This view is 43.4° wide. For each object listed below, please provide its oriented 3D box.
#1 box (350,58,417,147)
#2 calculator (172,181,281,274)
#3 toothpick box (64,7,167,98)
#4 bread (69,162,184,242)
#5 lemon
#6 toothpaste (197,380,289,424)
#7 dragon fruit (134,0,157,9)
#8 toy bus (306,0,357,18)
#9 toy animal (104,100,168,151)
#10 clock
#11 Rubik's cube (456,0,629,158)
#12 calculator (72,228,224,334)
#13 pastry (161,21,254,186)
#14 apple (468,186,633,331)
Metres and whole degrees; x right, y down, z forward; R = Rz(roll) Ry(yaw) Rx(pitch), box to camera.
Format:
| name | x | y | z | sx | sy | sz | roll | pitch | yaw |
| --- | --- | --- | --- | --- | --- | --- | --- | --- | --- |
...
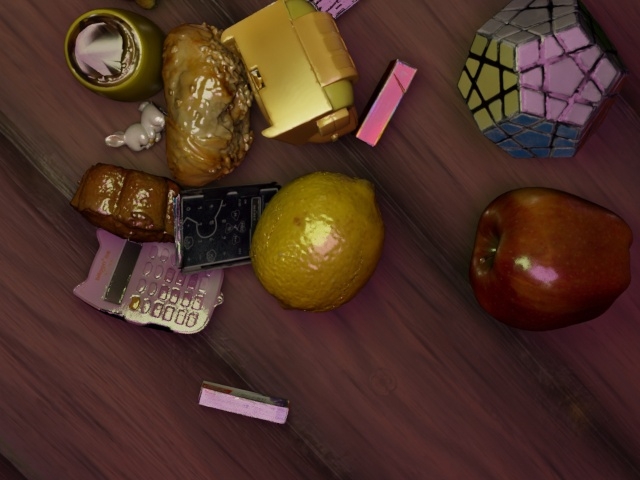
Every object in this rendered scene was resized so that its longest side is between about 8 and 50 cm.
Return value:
| name | x | y | z | sx | sy | sz | roll | pitch | yaw |
| --- | --- | --- | --- | --- | --- | --- | --- | --- | --- |
| box | 0.126 | -0.276 | 1.615 | 0.048 | 0.112 | 0.175 | 28 | 99 | -7 |
| calculator | -0.180 | -0.028 | 1.597 | 0.274 | 0.028 | 0.166 | -10 | 103 | -46 |
| toothpick box | -0.377 | -0.345 | 1.497 | 0.174 | 0.271 | 0.175 | 0 | 100 | -3 |
| bread | -0.369 | -0.068 | 1.563 | 0.231 | 0.247 | 0.135 | 12 | 89 | -2 |
| lemon | 0.000 | 0.000 | 1.581 | 0.257 | 0.258 | 0.310 | 33 | 110 | -8 |
| toothpaste | -0.166 | 0.351 | 1.740 | 0.196 | 0.047 | 0.040 | 14 | 102 | -5 |
| dragon fruit | -0.357 | -0.574 | 1.464 | 0.296 | 0.263 | 0.314 | 37 | 96 | -9 |
| toy bus | 0.037 | -0.486 | 1.593 | 0.167 | 0.076 | 0.073 | -37 | 101 | 2 |
| toy animal | -0.359 | -0.220 | 1.621 | 0.085 | 0.071 | 0.124 | 42 | 95 | -9 |
| clock | -0.035 | -0.296 | 1.502 | 0.200 | 0.317 | 0.244 | -21 | 87 | 4 |
| Rubik's cube | 0.425 | -0.311 | 1.544 | 0.318 | 0.319 | 0.264 | 14 | 72 | -5 |
| calculator | -0.340 | 0.085 | 1.651 | 0.294 | 0.043 | 0.194 | 16 | 69 | 0 |
| pastry | -0.206 | -0.254 | 1.529 | 0.161 | 0.255 | 0.311 | 2 | 105 | 1 |
| apple | 0.449 | 0.036 | 1.604 | 0.316 | 0.288 | 0.288 | 4 | 100 | -13 |
